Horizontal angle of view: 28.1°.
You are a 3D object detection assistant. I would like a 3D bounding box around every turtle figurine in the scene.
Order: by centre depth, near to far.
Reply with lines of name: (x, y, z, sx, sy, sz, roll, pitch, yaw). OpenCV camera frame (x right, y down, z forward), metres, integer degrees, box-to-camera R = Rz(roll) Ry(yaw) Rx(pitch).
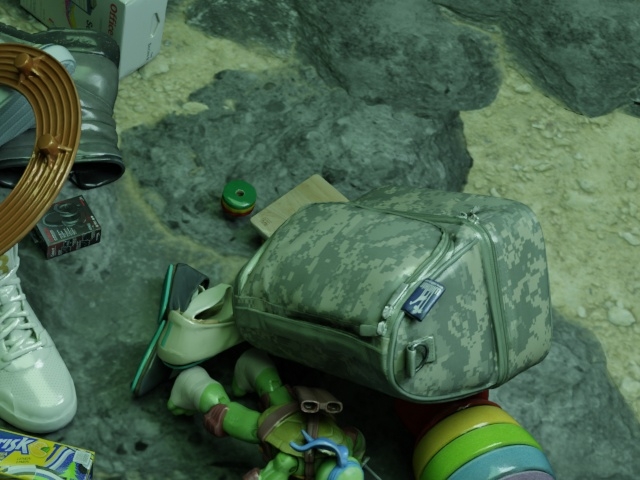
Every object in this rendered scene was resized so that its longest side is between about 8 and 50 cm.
turtle figurine: (-0.048, 0.261, 1.465, 0.198, 0.275, 0.266, -40, 48, -11)

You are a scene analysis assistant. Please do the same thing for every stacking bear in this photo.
stacking bear: (0.180, 0.252, 1.494, 0.175, 0.164, 0.289, 29, 23, -44)

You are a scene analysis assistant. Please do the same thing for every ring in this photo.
ring: (-0.429, -0.098, 1.488, 0.336, 0.032, 0.336, -11, 57, 18)

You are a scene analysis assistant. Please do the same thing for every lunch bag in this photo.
lunch bag: (0.077, 0.067, 1.443, 0.256, 0.212, 0.305, -22, 22, -37)

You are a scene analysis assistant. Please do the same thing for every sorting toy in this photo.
sorting toy: (0.000, 0.000, 1.709, 0.274, 0.046, 0.132, 41, 55, 18)

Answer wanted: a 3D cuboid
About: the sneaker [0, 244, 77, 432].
sneaker: (-0.377, 0.077, 1.485, 0.108, 0.169, 0.292, -27, 65, -31)

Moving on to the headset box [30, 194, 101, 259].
headset box: (-0.334, -0.017, 1.652, 0.083, 0.032, 0.062, -19, 60, -27)

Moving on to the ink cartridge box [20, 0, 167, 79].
ink cartridge box: (-0.328, -0.357, 1.836, 0.212, 0.154, 0.093, 37, 54, 15)

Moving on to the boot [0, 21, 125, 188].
boot: (-0.431, -0.177, 1.709, 0.338, 0.118, 0.223, -1, 63, -4)

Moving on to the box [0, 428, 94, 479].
box: (-0.340, 0.251, 1.428, 0.169, 0.059, 0.054, 15, 52, -2)

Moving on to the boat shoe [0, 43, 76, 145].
boat shoe: (-0.444, -0.158, 1.606, 0.302, 0.109, 0.094, -38, 78, 5)

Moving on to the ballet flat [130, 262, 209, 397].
ballet flat: (-0.175, 0.112, 1.569, 0.074, 0.074, 0.203, 14, 47, -3)

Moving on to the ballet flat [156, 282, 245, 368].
ballet flat: (-0.098, 0.086, 1.548, 0.086, 0.086, 0.248, 44, 35, 20)
